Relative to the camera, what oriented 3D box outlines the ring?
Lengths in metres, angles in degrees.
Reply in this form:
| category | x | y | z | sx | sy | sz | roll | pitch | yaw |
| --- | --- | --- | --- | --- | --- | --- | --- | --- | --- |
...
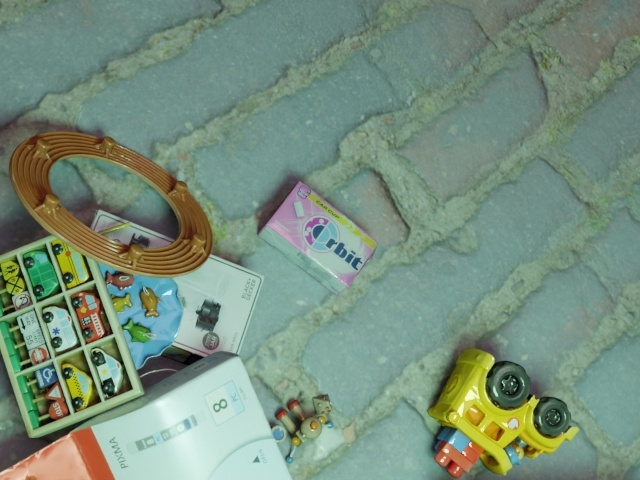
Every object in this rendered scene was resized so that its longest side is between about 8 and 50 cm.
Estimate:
| category | x | y | z | sx | sy | sz | roll | pitch | yaw |
| --- | --- | --- | --- | --- | --- | --- | --- | --- | --- |
| ring | -0.312 | -0.068 | 1.433 | 0.336 | 0.032 | 0.337 | 28 | 27 | -16 |

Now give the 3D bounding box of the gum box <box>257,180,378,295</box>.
| category | x | y | z | sx | sy | sz | roll | pitch | yaw |
| --- | --- | --- | --- | --- | --- | --- | --- | --- | --- |
| gum box | 0.000 | 0.000 | 1.614 | 0.188 | 0.062 | 0.107 | 38 | 63 | -4 |

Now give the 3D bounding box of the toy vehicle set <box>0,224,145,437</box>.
| category | x | y | z | sx | sy | sz | roll | pitch | yaw |
| --- | --- | --- | --- | --- | --- | --- | --- | --- | --- |
| toy vehicle set | -0.376 | 0.128 | 1.329 | 0.166 | 0.035 | 0.267 | -23 | 76 | -3 |

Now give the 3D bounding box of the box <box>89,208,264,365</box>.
| category | x | y | z | sx | sy | sz | roll | pitch | yaw |
| --- | --- | --- | --- | --- | --- | --- | --- | --- | --- |
| box | -0.255 | 0.086 | 1.476 | 0.290 | 0.087 | 0.169 | 22 | 66 | -12 |

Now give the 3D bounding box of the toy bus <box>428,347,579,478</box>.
| category | x | y | z | sx | sy | sz | roll | pitch | yaw |
| --- | --- | --- | --- | --- | --- | --- | --- | --- | --- |
| toy bus | 0.293 | 0.322 | 1.572 | 0.220 | 0.149 | 0.211 | 38 | 76 | -7 |

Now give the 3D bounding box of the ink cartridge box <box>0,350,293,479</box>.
| category | x | y | z | sx | sy | sz | roll | pitch | yaw |
| --- | --- | --- | --- | --- | --- | --- | --- | --- | --- |
| ink cartridge box | -0.230 | 0.381 | 1.323 | 0.385 | 0.091 | 0.308 | -27 | 103 | -27 |

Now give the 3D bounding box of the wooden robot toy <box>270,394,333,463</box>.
| category | x | y | z | sx | sy | sz | roll | pitch | yaw |
| --- | --- | --- | --- | --- | --- | --- | --- | --- | --- |
| wooden robot toy | -0.033 | 0.300 | 1.486 | 0.173 | 0.079 | 0.076 | -36 | 87 | -27 |

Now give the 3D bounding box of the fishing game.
| category | x | y | z | sx | sy | sz | roll | pitch | yaw |
| --- | --- | --- | --- | --- | --- | --- | --- | --- | --- |
| fishing game | -0.295 | 0.104 | 1.385 | 0.189 | 0.041 | 0.264 | -15 | 80 | -19 |
